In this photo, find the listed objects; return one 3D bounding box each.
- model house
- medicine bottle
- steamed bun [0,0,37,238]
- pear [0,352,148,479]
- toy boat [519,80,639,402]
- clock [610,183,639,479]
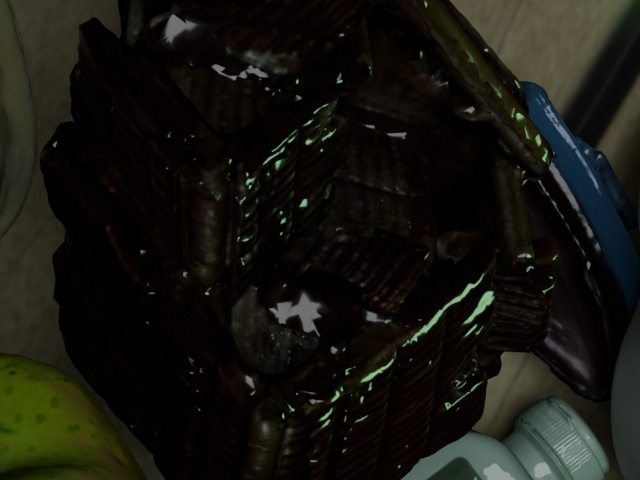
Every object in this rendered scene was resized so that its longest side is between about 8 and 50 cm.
[{"bbox_3d":[0.000,0.000,1.011,0.297,0.317,0.283,10,49,-3],"label":"model house"},{"bbox_3d":[0.079,0.191,1.226,0.229,0.083,0.121,-36,95,-9],"label":"medicine bottle"},{"bbox_3d":[-0.290,-0.073,0.987,0.324,0.219,0.310,-5,89,29],"label":"steamed bun"},{"bbox_3d":[-0.211,0.241,1.007,0.391,0.391,0.391,-1,94,-12],"label":"pear"},{"bbox_3d":[0.159,0.000,1.236,0.097,0.100,0.223,-41,110,-43],"label":"toy boat"},{"bbox_3d":[0.318,0.044,1.214,0.338,0.102,0.339,-4,98,-30],"label":"clock"}]
